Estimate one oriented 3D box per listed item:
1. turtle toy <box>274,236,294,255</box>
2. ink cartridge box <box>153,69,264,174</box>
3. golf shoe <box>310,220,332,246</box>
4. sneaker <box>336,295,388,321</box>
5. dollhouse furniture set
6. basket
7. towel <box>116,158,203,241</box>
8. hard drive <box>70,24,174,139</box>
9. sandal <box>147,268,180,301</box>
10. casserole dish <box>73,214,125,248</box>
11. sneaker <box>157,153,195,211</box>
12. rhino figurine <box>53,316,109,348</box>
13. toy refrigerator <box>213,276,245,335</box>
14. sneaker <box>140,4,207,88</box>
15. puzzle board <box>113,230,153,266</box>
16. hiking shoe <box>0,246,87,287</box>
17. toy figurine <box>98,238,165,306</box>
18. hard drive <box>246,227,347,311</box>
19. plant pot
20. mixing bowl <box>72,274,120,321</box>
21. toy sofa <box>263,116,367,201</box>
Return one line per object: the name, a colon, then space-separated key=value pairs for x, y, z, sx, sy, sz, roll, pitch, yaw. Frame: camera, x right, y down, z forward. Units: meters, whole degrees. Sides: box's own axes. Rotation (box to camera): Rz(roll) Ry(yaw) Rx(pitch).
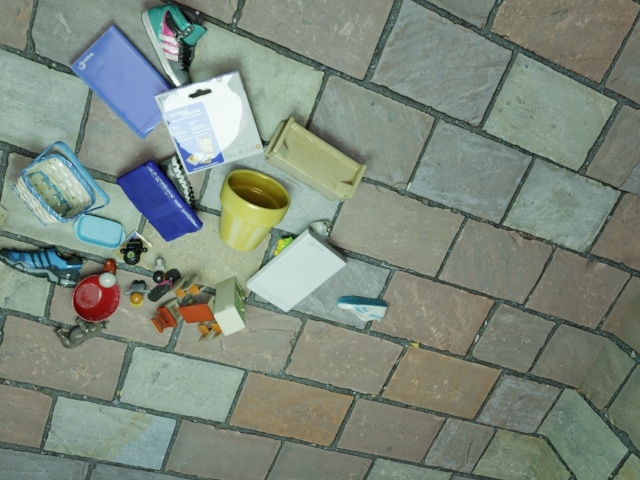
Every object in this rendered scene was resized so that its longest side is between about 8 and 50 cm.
turtle toy: x=-0.143 y=0.042 z=1.965 sx=0.095 sy=0.066 sz=0.130 roll=16 pitch=109 yaw=-20
ink cartridge box: x=-0.390 y=-0.421 z=1.726 sx=0.303 sy=0.072 sz=0.308 roll=-17 pitch=120 yaw=-2
golf shoe: x=0.000 y=0.000 z=1.984 sx=0.085 sy=0.069 sz=0.176 roll=3 pitch=113 yaw=17
sneaker: x=0.178 y=0.302 z=2.105 sx=0.228 sy=0.087 sz=0.092 roll=11 pitch=111 yaw=-10
dollhouse furniture set: x=-0.533 y=0.295 z=1.912 sx=0.258 sy=0.135 sz=0.262 roll=-12 pitch=116 yaw=29
basket: x=-0.902 y=-0.191 z=1.674 sx=0.288 sy=0.201 sz=0.255 roll=-14 pitch=117 yaw=31
towel: x=-0.588 y=-0.145 z=1.782 sx=0.227 sy=0.076 sz=0.308 roll=-15 pitch=121 yaw=36
hard drive: x=-0.666 y=-0.543 z=1.675 sx=0.210 sy=0.040 sz=0.319 roll=-39 pitch=111 yaw=8
sandal: x=-0.637 y=0.192 z=1.964 sx=0.179 sy=0.040 sz=0.067 roll=-44 pitch=110 yaw=9
casserole dish: x=-0.844 y=-0.036 z=1.848 sx=0.188 sy=0.037 sz=0.114 roll=15 pitch=108 yaw=-15
sneaker: x=-0.545 y=-0.201 z=1.811 sx=0.106 sy=0.078 sz=0.235 roll=-12 pitch=111 yaw=3
rhino figurine: x=-0.960 y=0.359 z=1.965 sx=0.243 sy=0.073 sz=0.106 roll=-28 pitch=109 yaw=1
toy refrigerator: x=-0.353 y=0.252 z=1.905 sx=0.094 sy=0.269 sz=0.102 roll=-24 pitch=112 yaw=-1
sneaker: x=-0.455 y=-0.655 z=1.626 sx=0.178 sy=0.124 sz=0.296 roll=-19 pitch=112 yaw=10
puzzle board: x=-0.740 y=0.033 z=1.904 sx=0.128 sy=0.011 sz=0.096 roll=-43 pitch=110 yaw=8
hiking shoe: x=-1.062 y=0.079 z=1.842 sx=0.303 sy=0.113 sz=0.132 roll=22 pitch=76 yaw=-9
toy figurine: x=-0.715 y=0.126 z=1.858 sx=0.213 sy=0.148 sz=0.209 roll=-39 pitch=119 yaw=6
hard drive: x=-0.096 y=0.131 z=1.965 sx=0.353 sy=0.047 sz=0.233 roll=-40 pitch=123 yaw=18
plant pot: x=-0.270 y=-0.100 z=1.812 sx=0.253 sy=0.254 sz=0.239 roll=19 pitch=123 yaw=-15
mixing bowl: x=-0.894 y=0.221 z=1.889 sx=0.181 sy=0.098 sz=0.182 roll=-3 pitch=94 yaw=-46
toy sofa: x=-0.024 y=-0.298 z=1.826 sx=0.362 sy=0.177 sz=0.150 roll=29 pitch=80 yaw=-18
